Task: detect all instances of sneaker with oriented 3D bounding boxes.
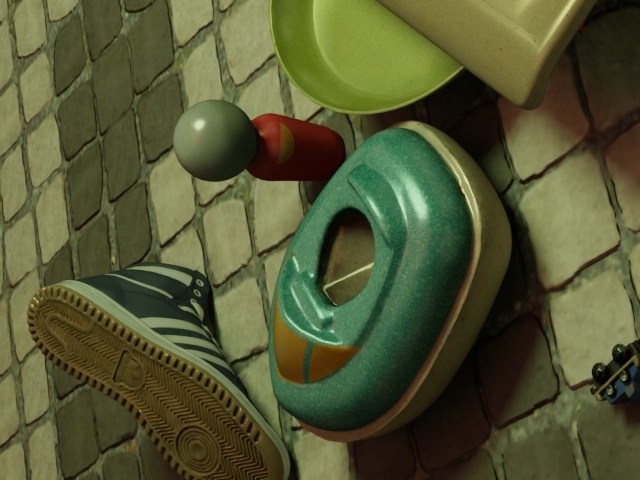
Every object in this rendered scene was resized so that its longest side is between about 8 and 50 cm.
[{"bbox_3d":[-0.114,0.115,1.484,0.282,0.153,0.099,36,116,17],"label":"sneaker"}]

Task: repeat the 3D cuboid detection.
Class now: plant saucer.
[{"bbox_3d":[0.064,-0.205,1.262,0.241,0.037,0.241,-14,67,35],"label":"plant saucer"}]

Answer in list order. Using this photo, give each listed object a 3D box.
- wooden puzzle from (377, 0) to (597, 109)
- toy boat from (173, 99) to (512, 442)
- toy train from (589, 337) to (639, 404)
[{"bbox_3d":[0.152,-0.297,1.132,0.322,0.080,0.348,45,111,46],"label":"wooden puzzle"},{"bbox_3d":[0.000,0.000,1.276,0.318,0.148,0.267,55,128,43],"label":"toy boat"},{"bbox_3d":[0.227,0.059,1.053,0.158,0.027,0.036,-50,58,38],"label":"toy train"}]
